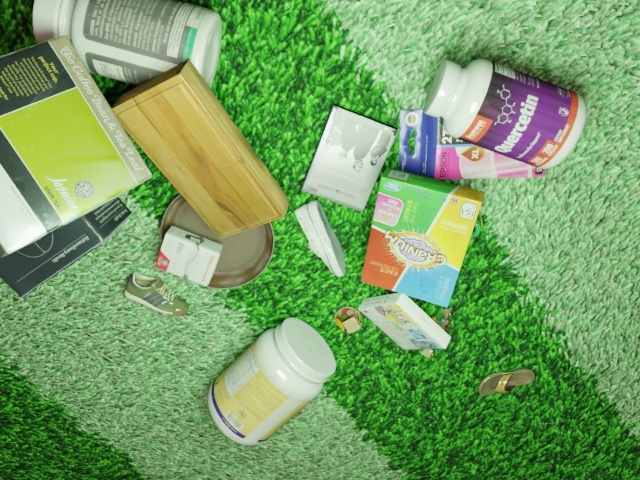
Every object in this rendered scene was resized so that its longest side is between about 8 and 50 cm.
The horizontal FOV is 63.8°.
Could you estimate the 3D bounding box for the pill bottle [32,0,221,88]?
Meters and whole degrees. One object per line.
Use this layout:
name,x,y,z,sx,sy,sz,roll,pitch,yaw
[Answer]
pill bottle,-0.420,-0.457,1.153,0.361,0.204,0.204,14,112,-6

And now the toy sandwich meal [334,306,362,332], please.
toy sandwich meal,0.082,0.238,1.532,0.086,0.029,0.085,0,113,1

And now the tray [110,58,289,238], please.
tray,-0.267,-0.188,1.198,0.203,0.076,0.411,-17,130,24

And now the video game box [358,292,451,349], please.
video game box,0.234,0.232,1.459,0.205,0.187,0.048,43,64,-16

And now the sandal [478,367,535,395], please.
sandal,0.581,0.445,1.601,0.180,0.049,0.072,-15,112,7

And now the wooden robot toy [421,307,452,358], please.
wooden robot toy,0.330,0.259,1.532,0.079,0.076,0.173,28,116,28

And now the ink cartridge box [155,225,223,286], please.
ink cartridge box,-0.352,0.042,1.388,0.151,0.063,0.109,22,111,-8

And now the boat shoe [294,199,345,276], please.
boat shoe,0.000,0.000,1.417,0.076,0.083,0.226,-18,100,21

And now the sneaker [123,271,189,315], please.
sneaker,-0.468,0.149,1.484,0.192,0.064,0.086,20,117,-4

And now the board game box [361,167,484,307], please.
board game box,0.246,-0.003,1.293,0.242,0.064,0.316,16,124,13

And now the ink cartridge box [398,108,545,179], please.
ink cartridge box,0.388,-0.248,1.308,0.371,0.069,0.175,-1,112,4

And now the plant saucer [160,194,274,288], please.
plant saucer,-0.281,-0.012,1.423,0.311,0.050,0.310,0,113,0

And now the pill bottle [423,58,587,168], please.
pill bottle,0.407,-0.292,1.159,0.323,0.181,0.181,18,112,-4

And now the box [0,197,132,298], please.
box,-0.743,-0.112,1.301,0.294,0.212,0.395,-31,108,13

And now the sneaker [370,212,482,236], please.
sneaker,0.281,-0.051,1.356,0.296,0.123,0.109,-3,113,3

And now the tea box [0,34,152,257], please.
tea box,-0.596,-0.186,1.067,0.324,0.220,0.328,-36,106,-31

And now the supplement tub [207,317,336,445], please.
supplement tub,-0.141,0.406,1.493,0.241,0.241,0.331,41,107,-15

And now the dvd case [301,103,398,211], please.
dvd case,0.073,-0.210,1.344,0.179,0.029,0.238,20,112,-7
